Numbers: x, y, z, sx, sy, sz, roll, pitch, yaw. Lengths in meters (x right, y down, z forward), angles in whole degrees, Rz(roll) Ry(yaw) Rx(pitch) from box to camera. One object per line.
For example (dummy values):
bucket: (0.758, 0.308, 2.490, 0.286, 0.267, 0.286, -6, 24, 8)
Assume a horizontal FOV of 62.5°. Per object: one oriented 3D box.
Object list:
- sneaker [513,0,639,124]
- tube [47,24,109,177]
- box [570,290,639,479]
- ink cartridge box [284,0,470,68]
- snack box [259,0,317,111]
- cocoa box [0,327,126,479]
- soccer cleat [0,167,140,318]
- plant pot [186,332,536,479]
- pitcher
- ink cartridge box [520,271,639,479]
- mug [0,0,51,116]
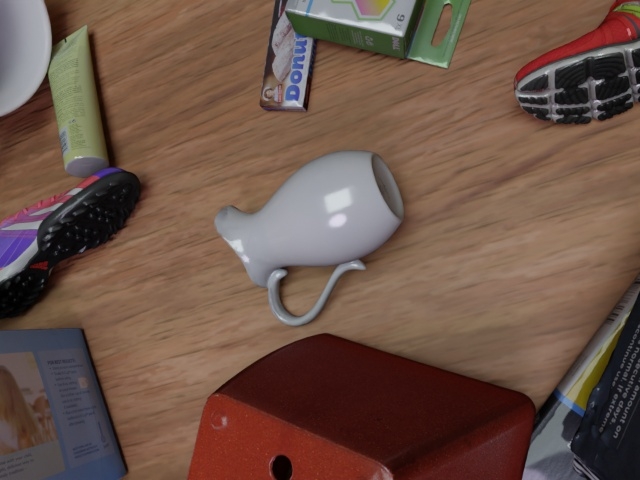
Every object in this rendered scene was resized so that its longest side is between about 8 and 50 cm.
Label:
sneaker: (0.338, -0.221, 0.567, 0.279, 0.107, 0.118, -21, 58, 11)
tube: (-0.370, -0.213, 0.801, 0.070, 0.062, 0.240, -11, 71, -23)
box: (0.462, 0.156, 0.208, 0.480, 0.472, 0.297, 23, 93, 4)
ink cartridge box: (0.073, -0.297, 0.653, 0.209, 0.062, 0.109, 18, 87, 12)
snack box: (-0.038, -0.264, 0.716, 0.064, 0.022, 0.178, 6, 84, 17)
cocoa box: (-0.447, 0.248, 0.606, 0.228, 0.347, 0.231, -28, 75, 12)
soccer cleat: (-0.397, -0.016, 0.757, 0.318, 0.109, 0.116, -39, 69, 12)
plant pot: (0.018, 0.245, 0.489, 0.267, 0.236, 0.267, 11, 86, 32)
pitcher: (0.000, 0.000, 0.629, 0.207, 0.125, 0.177, -23, 97, 24)
ink cartridge box: (0.384, 0.208, 0.497, 0.307, 0.072, 0.303, 35, 94, 21)
mug: (-0.618, -0.274, 0.795, 0.328, 0.276, 0.374, 9, 115, 30)
